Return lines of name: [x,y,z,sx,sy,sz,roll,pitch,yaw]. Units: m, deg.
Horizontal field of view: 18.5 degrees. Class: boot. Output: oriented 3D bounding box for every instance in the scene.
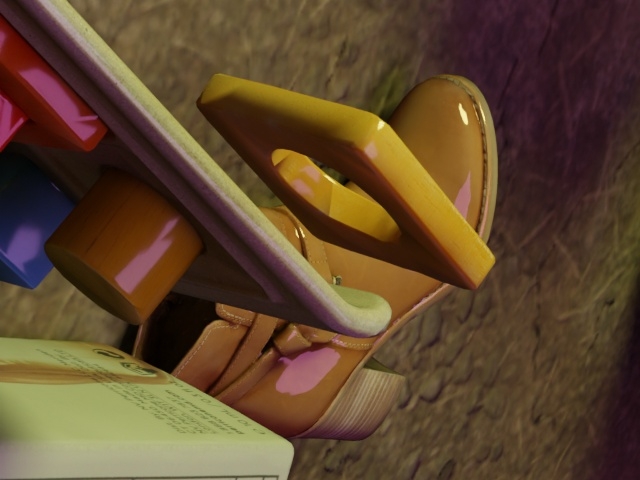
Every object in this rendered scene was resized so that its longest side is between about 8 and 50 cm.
boot: [0.000,0.000,0.915,0.152,0.073,0.197,19,90,-48]

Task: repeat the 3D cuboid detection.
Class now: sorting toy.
sorting toy: [-0.095,-0.028,0.583,0.196,0.347,0.047,43,72,-30]

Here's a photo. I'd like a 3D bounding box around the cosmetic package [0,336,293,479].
cosmetic package: [-0.164,0.120,0.729,0.296,0.129,0.153,9,101,-52]
